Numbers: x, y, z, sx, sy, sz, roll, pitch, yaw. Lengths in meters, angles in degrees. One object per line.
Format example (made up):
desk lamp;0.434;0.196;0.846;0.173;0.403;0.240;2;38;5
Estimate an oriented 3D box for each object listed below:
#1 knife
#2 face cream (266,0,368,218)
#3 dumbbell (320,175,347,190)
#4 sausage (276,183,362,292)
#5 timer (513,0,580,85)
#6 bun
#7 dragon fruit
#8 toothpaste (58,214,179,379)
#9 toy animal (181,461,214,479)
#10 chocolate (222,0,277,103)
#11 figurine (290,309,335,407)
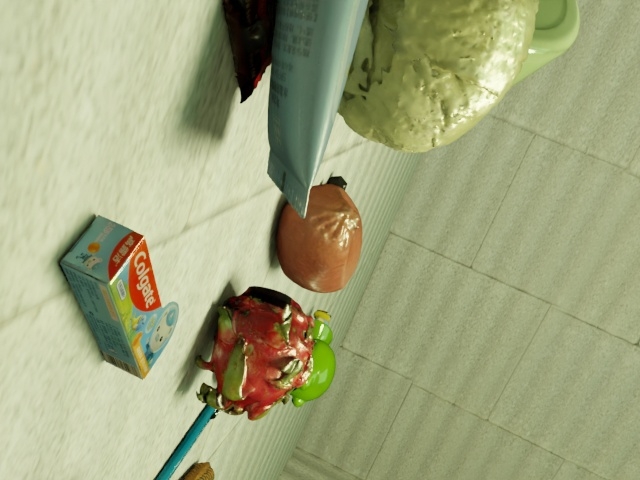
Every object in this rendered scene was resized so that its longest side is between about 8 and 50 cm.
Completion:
knife;-0.200;0.313;1.102;0.297;0.026;0.044;-56;179;-47
face cream;0.004;-0.221;0.562;0.135;0.086;0.386;-128;-133;-61
dumbbell;0.022;-0.095;1.239;0.036;0.040;0.083;-35;-175;27
sausage;0.000;0.000;1.083;0.148;0.148;0.254;-60;165;-29
timer;0.178;-0.305;1.021;0.315;0.290;0.291;-45;-171;50
bun;0.075;-0.225;0.656;0.152;0.259;0.260;-1;124;-36
dragon fruit;-0.095;0.161;0.935;0.160;0.166;0.172;-10;-122;53
toothpaste;-0.164;0.049;0.571;0.193;0.044;0.070;100;16;-57
toy animal;-0.233;0.460;1.197;0.099;0.056;0.241;-67;170;9
chocolate;-0.055;-0.200;0.585;0.182;0.028;0.086;93;20;-60
figurine;-0.024;0.299;1.722;0.263;0.143;0.162;-71;-177;-47
